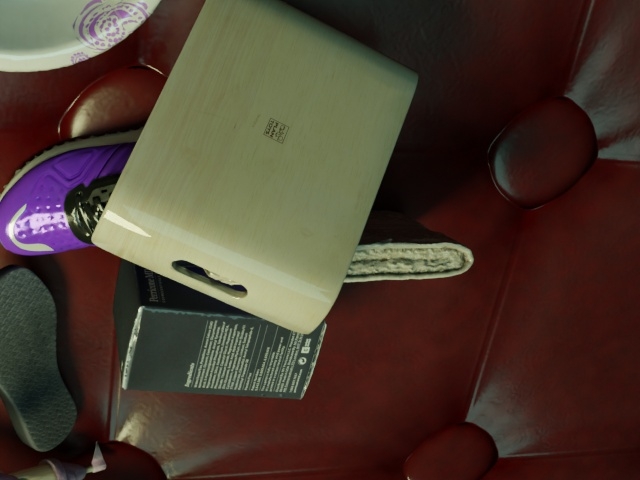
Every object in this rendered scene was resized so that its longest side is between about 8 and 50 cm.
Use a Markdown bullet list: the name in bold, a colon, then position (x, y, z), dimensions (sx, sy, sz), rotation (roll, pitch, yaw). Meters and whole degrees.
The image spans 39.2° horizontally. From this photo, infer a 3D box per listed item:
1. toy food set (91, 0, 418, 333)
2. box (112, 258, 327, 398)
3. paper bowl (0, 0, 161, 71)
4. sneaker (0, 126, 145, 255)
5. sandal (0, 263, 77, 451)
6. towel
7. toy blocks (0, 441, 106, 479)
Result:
- **toy food set**: position (-0.054, -0.089, 0.860), dimensions (0.220, 0.092, 0.306), rotation (25, 70, -12)
- **box**: position (-0.119, 0.087, 1.007), dimensions (0.207, 0.153, 0.108), rotation (7, 116, -22)
- **paper bowl**: position (-0.257, -0.296, 0.745), dimensions (0.284, 0.148, 0.284), rotation (-8, 120, -13)
- **sneaker**: position (-0.190, -0.044, 0.912), dimensions (0.293, 0.146, 0.102), rotation (-21, 123, -6)
- **sandal**: position (-0.342, 0.138, 1.012), dimensions (0.097, 0.054, 0.254), rotation (-40, 141, -43)
- **towel**: position (0.000, 0.000, 0.977), dimensions (0.282, 0.187, 0.049), rotation (-1, 105, -18)
- **toy blocks**: position (-0.318, 0.383, 1.000), dimensions (0.260, 0.288, 0.309), rotation (-2, 157, -45)
